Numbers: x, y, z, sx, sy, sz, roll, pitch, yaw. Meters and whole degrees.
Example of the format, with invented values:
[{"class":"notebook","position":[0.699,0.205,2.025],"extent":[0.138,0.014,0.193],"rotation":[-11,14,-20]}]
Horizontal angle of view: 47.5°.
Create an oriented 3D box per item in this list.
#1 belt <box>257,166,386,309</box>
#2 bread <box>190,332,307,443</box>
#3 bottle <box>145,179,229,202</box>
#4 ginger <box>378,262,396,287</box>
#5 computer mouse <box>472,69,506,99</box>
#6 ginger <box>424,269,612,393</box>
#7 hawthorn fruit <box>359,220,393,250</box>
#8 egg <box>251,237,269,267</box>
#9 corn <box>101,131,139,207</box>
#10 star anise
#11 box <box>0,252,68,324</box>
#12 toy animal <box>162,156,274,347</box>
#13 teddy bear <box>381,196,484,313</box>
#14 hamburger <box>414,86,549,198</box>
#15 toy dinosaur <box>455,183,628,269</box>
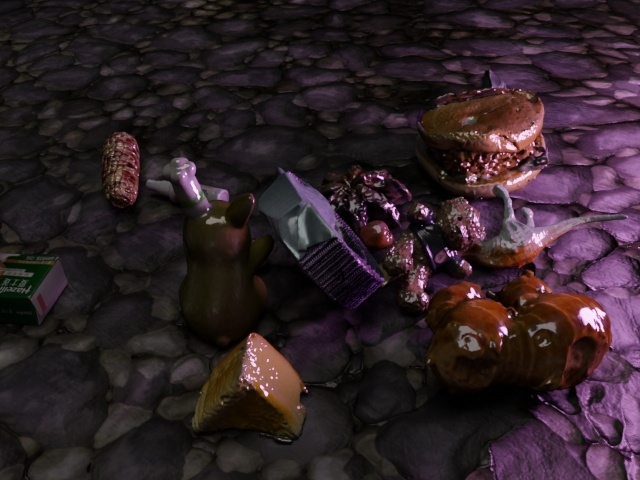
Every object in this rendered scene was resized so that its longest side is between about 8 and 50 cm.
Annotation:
[{"class":"belt","position":[0.000,0.000,1.413],"extent":[0.122,0.260,0.325],"rotation":[-42,37,9]},{"class":"bread","position":[-0.110,0.270,1.223],"extent":[0.160,0.169,0.140],"rotation":[33,32,-19]},{"class":"bottle","position":[-0.326,-0.116,1.763],"extent":[0.217,0.060,0.060],"rotation":[14,40,22]},{"class":"ginger","position":[0.160,0.048,1.514],"extent":[0.057,0.044,0.137],"rotation":[4,31,40]},{"class":"computer mouse","position":[0.481,-0.398,2.043],"extent":[0.071,0.126,0.231],"rotation":[19,32,-5]},{"class":"ginger","position":[0.345,0.159,1.266],"extent":[0.357,0.152,0.274],"rotation":[-3,16,-1]},{"class":"hawthorn fruit","position":[0.105,-0.002,1.582],"extent":[0.103,0.067,0.067],"rotation":[-23,32,18]},{"class":"egg","position":[-0.153,0.029,1.541],"extent":[0.083,0.071,0.071],"rotation":[-5,33,23]},{"class":"corn","position":[-0.500,-0.174,1.829],"extent":[0.098,0.098,0.290],"rotation":[-10,40,-9]},{"class":"star anise","position":[0.088,-0.109,1.685],"extent":[0.236,0.109,0.223],"rotation":[-16,34,-14]},{"class":"box","position":[-0.639,0.096,1.482],"extent":[0.199,0.081,0.135],"rotation":[1,36,9]},{"class":"toy animal","position":[-0.184,0.009,1.350],"extent":[0.181,0.363,0.180],"rotation":[3,23,3]},{"class":"teddy bear","position":[0.211,0.013,1.452],"extent":[0.251,0.182,0.129],"rotation":[-38,23,-17]},{"class":"hamburger","position":[0.388,-0.235,1.756],"extent":[0.318,0.195,0.277],"rotation":[-1,39,7]},{"class":"toy dinosaur","position":[0.430,-0.020,1.528],"extent":[0.392,0.092,0.205],"rotation":[2,46,12]}]
